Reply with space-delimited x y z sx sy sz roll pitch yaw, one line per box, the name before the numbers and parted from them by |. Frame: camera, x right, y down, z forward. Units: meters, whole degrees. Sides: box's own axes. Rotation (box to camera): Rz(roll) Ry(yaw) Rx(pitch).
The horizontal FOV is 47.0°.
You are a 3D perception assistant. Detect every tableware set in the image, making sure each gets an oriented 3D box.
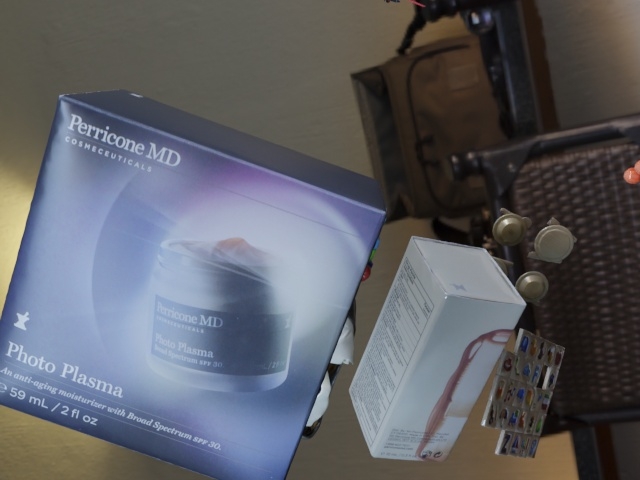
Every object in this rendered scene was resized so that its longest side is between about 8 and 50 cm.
tableware set | 0.329 0.030 1.212 0.020 0.141 0.169 -86 18 -72

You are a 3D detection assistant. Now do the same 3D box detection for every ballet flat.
ballet flat | 0.007 0.199 1.195 0.096 0.095 0.281 42 119 61

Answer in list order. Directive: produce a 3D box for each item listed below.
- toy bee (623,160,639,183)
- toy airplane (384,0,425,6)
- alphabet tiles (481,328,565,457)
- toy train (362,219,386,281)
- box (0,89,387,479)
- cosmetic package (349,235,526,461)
toy bee | 0.496 -0.072 0.989 0.195 0.162 0.298 90 159 -50
toy airplane | 0.136 -0.480 1.423 0.028 0.151 0.151 -64 -17 7
alphabet tiles | 0.326 0.250 1.187 0.237 0.009 0.198 24 -98 -50
toy train | 0.000 0.000 1.384 0.105 0.248 0.143 63 142 39
box | -0.124 0.040 0.715 0.183 0.296 0.294 -81 11 -78
cosmetic package | 0.158 0.162 1.069 0.153 0.129 0.296 -109 33 -55
